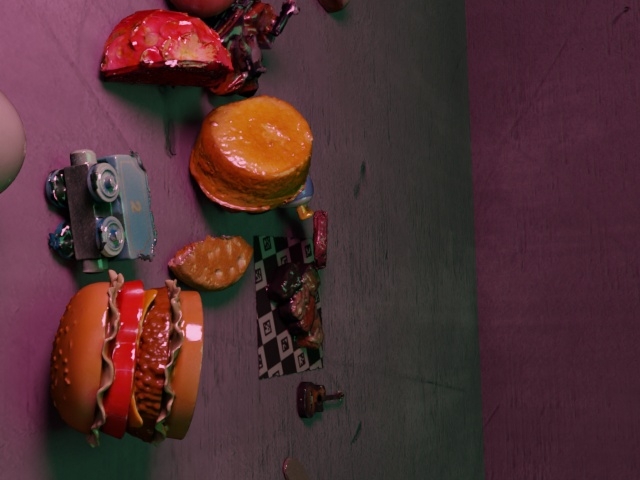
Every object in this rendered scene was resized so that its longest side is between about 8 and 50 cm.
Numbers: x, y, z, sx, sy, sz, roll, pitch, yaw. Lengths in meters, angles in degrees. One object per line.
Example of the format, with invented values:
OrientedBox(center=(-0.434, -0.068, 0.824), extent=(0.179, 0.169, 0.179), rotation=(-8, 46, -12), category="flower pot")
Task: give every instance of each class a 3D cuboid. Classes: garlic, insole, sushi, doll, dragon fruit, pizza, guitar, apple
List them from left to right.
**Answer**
OrientedBox(center=(-0.280, -0.352, 1.463), extent=(0.262, 0.163, 0.189), rotation=(-12, 64, -45), category="dragon fruit")
OrientedBox(center=(-0.235, -0.513, 1.588), extent=(0.120, 0.153, 0.153), rotation=(91, 14, -51), category="apple")
OrientedBox(center=(-0.220, 0.045, 1.627), extent=(0.246, 0.058, 0.127), rotation=(-31, 114, -58), category="pizza")
OrientedBox(center=(-0.070, -0.168, 1.903), extent=(0.135, 0.099, 0.241), rotation=(-21, 106, -57), category="doll")
OrientedBox(center=(-0.045, 0.583, 1.928), extent=(0.192, 0.010, 0.063), rotation=(62, 36, -38), category="insole")
OrientedBox(center=(-0.044, 0.153, 1.932), extent=(0.320, 0.069, 0.339), rotation=(7, 80, -61), category="sushi")
OrientedBox(center=(0.006, 0.400, 2.036), extent=(0.233, 0.025, 0.088), rotation=(14, 74, -62), category="guitar")
OrientedBox(center=(0.029, -0.690, 2.158), extent=(0.195, 0.101, 0.087), rotation=(37, 55, -55), category="garlic")

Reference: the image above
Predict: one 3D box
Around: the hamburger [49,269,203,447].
OrientedBox(center=(-0.308, 0.184, 1.242), extent=(0.212, 0.274, 0.274), rotation=(7, 76, -19), category="hamburger")

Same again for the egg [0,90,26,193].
OrientedBox(center=(-0.494, -0.134, 0.980), extent=(0.283, 0.203, 0.202), rotation=(10, 77, -57), category="egg")

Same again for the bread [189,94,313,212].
OrientedBox(center=(-0.134, -0.177, 1.635), extent=(0.145, 0.268, 0.268), rotation=(118, -8, -53), category="bread")

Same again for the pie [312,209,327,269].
OrientedBox(center=(0.000, 0.000, 1.953), extent=(0.153, 0.038, 0.153), rotation=(179, -90, -90), category="pie")

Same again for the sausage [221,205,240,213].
OrientedBox(center=(-0.166, -0.144, 1.739), extent=(0.076, 0.076, 0.197), rotation=(60, 37, -39), category="sausage")

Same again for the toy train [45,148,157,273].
OrientedBox(center=(-0.360, -0.050, 1.330), extent=(0.163, 0.112, 0.203), rotation=(-13, 98, -68), category="toy train")

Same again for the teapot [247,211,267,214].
OrientedBox(center=(-0.127, -0.097, 1.811), extent=(0.121, 0.068, 0.076), rotation=(16, 72, -61), category="teapot")

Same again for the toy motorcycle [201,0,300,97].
OrientedBox(center=(-0.150, -0.454, 1.726), extent=(0.207, 0.134, 0.401), rotation=(52, 56, -47), category="toy motorcycle")
